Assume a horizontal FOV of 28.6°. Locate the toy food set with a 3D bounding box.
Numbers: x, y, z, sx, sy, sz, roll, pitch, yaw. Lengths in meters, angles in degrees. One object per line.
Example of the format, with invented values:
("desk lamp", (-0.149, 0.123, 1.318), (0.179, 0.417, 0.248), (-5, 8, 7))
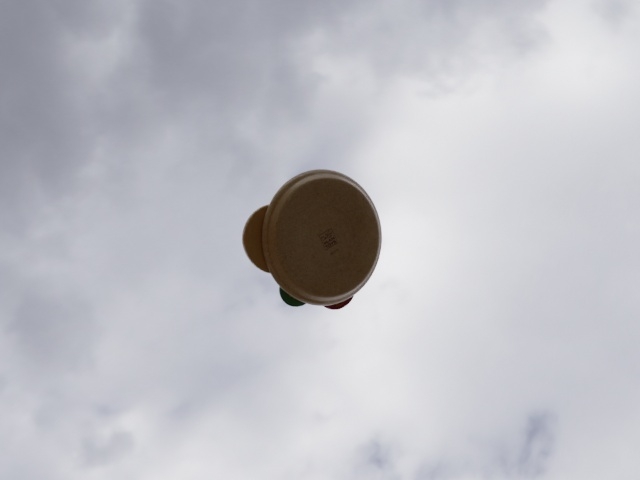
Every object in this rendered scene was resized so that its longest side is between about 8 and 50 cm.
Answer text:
("toy food set", (0.000, 0.000, 0.741), (0.083, 0.020, 0.082), (-48, -69, -21))
